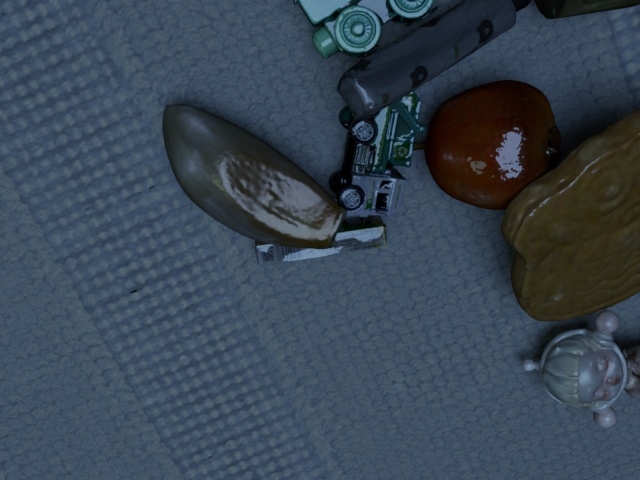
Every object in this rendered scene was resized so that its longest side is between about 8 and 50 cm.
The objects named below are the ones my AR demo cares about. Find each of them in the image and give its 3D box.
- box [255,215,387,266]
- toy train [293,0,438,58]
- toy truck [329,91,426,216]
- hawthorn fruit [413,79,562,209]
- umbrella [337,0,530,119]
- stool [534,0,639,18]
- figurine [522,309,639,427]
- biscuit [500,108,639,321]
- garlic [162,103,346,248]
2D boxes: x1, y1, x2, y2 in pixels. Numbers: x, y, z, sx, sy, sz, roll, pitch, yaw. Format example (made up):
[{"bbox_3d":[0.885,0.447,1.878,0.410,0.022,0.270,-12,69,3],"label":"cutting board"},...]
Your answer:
[{"bbox_3d":[0.000,0.000,1.253,0.207,0.050,0.041,-9,112,-1],"label":"box"},{"bbox_3d":[0.061,-0.352,1.115,0.203,0.112,0.163,-33,100,4],"label":"toy train"},{"bbox_3d":[0.088,-0.141,1.185,0.116,0.110,0.216,5,109,-11],"label":"toy truck"},{"bbox_3d":[0.234,-0.139,1.176,0.225,0.196,0.196,4,110,25],"label":"hawthorn fruit"},{"bbox_3d":[0.166,-0.272,1.109,0.337,0.067,0.073,-34,109,-21],"label":"umbrella"},{"bbox_3d":[0.430,-0.408,1.086,0.264,0.179,0.179,-9,108,-2],"label":"stool"},{"bbox_3d":[0.469,0.200,1.319,0.256,0.144,0.182,1,128,-7],"label":"figurine"},{"bbox_3d":[0.455,-0.029,1.186,0.385,0.062,0.365,-30,136,-2],"label":"biscuit"},{"bbox_3d":[-0.109,-0.077,1.170,0.318,0.112,0.143,30,120,-5],"label":"garlic"}]
